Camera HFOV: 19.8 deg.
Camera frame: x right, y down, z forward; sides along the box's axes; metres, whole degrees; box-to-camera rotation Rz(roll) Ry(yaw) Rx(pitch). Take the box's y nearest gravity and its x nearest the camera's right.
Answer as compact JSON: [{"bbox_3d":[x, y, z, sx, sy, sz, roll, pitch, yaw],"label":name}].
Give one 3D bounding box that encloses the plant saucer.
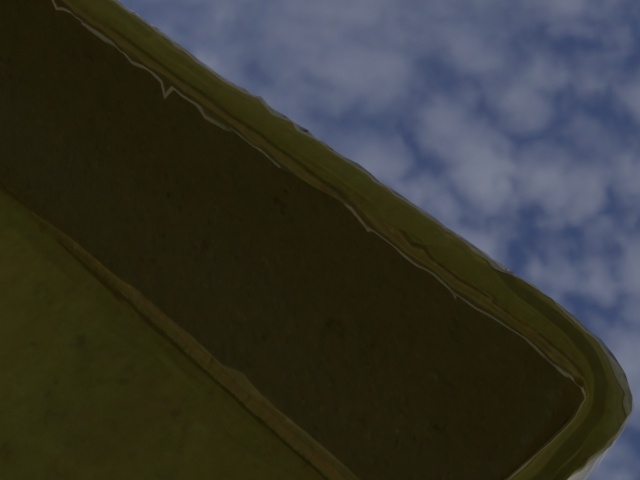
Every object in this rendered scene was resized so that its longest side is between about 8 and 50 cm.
[{"bbox_3d":[-0.143,0.079,0.441,0.333,0.081,0.333,-39,-135,-14],"label":"plant saucer"}]
